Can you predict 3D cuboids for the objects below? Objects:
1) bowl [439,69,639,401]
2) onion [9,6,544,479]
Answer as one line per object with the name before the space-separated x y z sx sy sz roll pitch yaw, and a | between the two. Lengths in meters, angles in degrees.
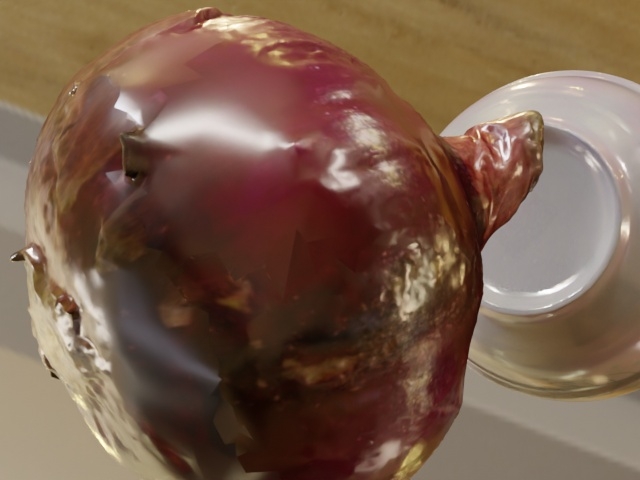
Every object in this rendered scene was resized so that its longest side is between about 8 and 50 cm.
bowl | 0.190 -0.010 1.205 0.287 0.144 0.287 -4 -98 26
onion | 0.000 0.000 0.970 0.385 0.348 0.348 -22 -66 -22
